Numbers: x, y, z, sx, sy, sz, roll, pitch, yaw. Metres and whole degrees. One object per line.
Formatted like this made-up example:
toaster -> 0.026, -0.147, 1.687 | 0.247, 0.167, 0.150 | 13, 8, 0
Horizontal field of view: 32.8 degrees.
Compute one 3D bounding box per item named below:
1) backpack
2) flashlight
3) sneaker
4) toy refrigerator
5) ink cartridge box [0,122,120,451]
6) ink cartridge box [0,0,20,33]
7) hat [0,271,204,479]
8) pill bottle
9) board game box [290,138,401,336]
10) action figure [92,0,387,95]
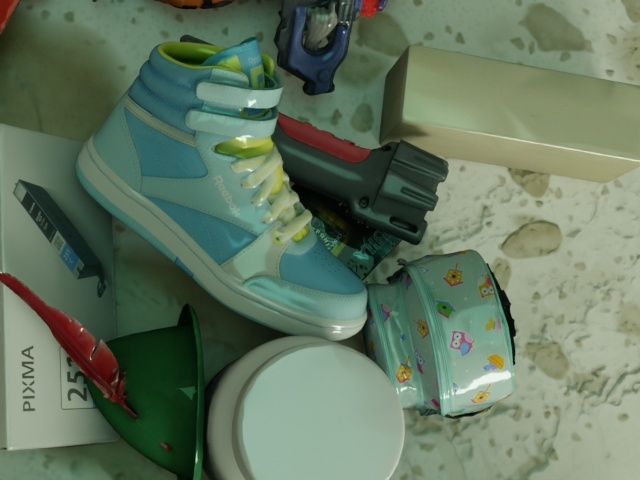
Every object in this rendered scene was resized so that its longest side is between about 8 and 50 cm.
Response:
backpack -> 0.116, 0.094, 1.070 | 0.144, 0.188, 0.166 | -9, 83, -13
flashlight -> -0.020, -0.107, 1.109 | 0.304, 0.103, 0.103 | 22, 116, 0
sneaker -> -0.058, -0.061, 0.999 | 0.319, 0.127, 0.208 | 34, 114, 2
toy refrigerator -> 0.208, -0.137, 1.175 | 0.269, 0.102, 0.094 | 8, 79, -9
ink cartridge box -> -0.301, 0.043, 0.985 | 0.261, 0.066, 0.297 | 8, 74, -53
ink cartridge box -> -0.461, -0.218, 1.053 | 0.275, 0.060, 0.239 | 30, 92, -4
hat -> -0.208, 0.136, 0.998 | 0.183, 0.173, 0.209 | 1, 85, -16
pill bottle -> -0.025, 0.170, 0.980 | 0.160, 0.283, 0.161 | 2, 80, -10
board game box -> 0.000, 0.000, 1.148 | 0.126, 0.026, 0.186 | 46, 75, -1
action figure -> -0.039, -0.345, 1.120 | 0.330, 0.178, 0.341 | 13, 112, -15
